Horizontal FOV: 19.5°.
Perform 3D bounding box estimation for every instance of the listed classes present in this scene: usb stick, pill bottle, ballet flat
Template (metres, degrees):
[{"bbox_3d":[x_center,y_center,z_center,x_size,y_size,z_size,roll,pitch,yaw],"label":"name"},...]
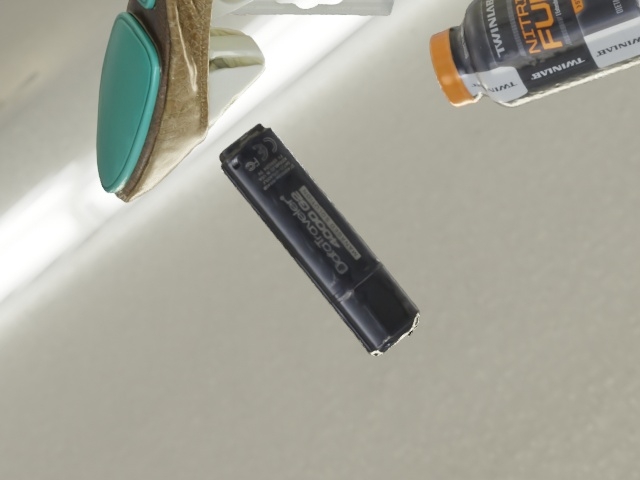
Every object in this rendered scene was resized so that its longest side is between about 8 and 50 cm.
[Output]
[{"bbox_3d":[0.000,0.000,1.977,0.077,0.278,0.045,-39,180,-21],"label":"usb stick"},{"bbox_3d":[0.245,-0.223,2.029,0.245,0.130,0.130,-19,-152,20],"label":"pill bottle"},{"bbox_3d":[-0.098,-0.176,1.416,0.124,0.342,0.116,-8,-143,-22],"label":"ballet flat"}]

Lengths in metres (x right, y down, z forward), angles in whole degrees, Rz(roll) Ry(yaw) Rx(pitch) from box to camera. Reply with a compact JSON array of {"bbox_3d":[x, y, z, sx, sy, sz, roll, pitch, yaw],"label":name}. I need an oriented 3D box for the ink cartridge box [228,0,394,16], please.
[{"bbox_3d":[0.008,-0.222,1.534,0.145,0.045,0.179,2,-137,13],"label":"ink cartridge box"}]
